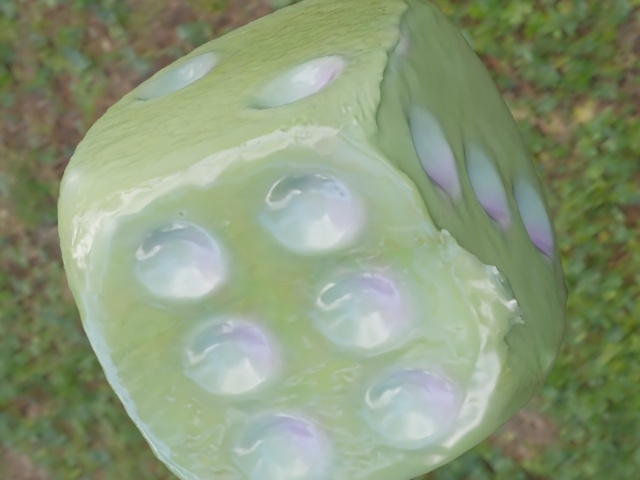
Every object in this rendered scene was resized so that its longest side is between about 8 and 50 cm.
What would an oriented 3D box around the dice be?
[{"bbox_3d":[0.000,0.000,1.241,0.254,0.250,0.252,-23,112,18],"label":"dice"}]
